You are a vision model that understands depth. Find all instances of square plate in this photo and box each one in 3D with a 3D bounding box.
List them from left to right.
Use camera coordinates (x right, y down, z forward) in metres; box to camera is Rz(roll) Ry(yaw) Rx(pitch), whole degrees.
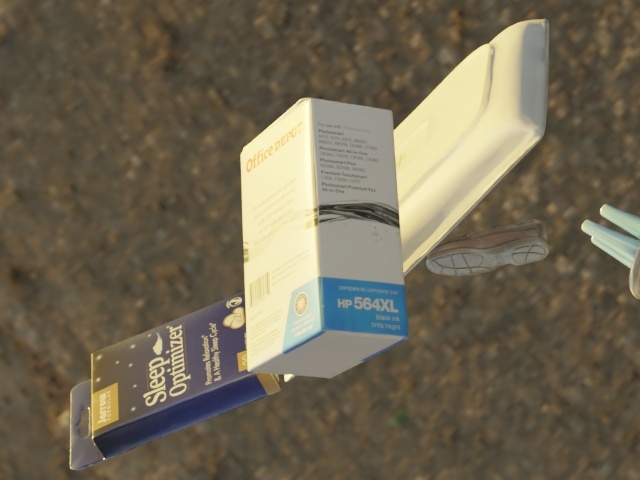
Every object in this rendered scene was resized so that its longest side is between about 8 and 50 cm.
[{"bbox_3d":[0.087,-0.057,1.878,0.049,0.347,0.344,41,112,-10],"label":"square plate"}]

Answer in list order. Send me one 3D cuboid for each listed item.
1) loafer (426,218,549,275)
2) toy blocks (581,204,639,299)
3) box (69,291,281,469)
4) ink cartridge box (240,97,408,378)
[{"bbox_3d":[0.169,0.006,1.965,0.125,0.039,0.045,-8,142,12],"label":"loafer"},{"bbox_3d":[0.224,0.029,1.074,0.148,0.123,0.054,31,95,34],"label":"toy blocks"},{"bbox_3d":[-0.152,0.136,1.910,0.225,0.136,0.036,-23,124,9],"label":"box"},{"bbox_3d":[0.000,0.000,1.639,0.148,0.086,0.203,-32,55,59],"label":"ink cartridge box"}]
